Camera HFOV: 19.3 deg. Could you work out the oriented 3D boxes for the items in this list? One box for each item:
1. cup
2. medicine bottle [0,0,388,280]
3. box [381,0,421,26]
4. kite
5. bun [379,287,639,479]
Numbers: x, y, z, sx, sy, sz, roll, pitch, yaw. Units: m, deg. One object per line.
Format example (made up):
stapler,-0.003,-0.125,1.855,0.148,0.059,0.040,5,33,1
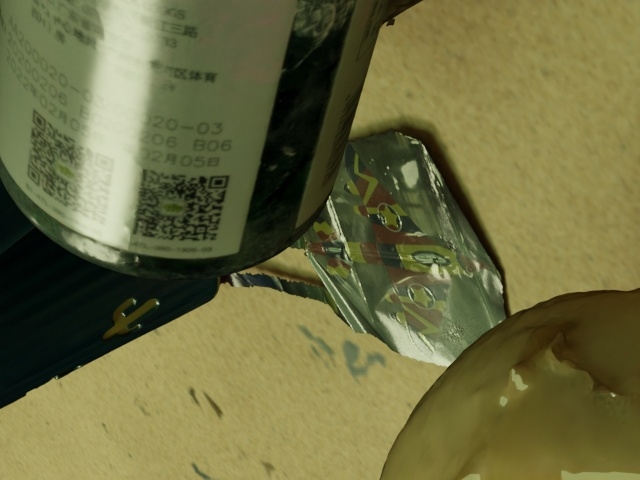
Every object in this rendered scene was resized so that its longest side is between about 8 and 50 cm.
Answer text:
cup,-0.149,0.005,0.980,0.131,0.155,0.176,51,159,16
medicine bottle,-0.037,-0.124,0.648,0.141,0.141,0.293,41,145,20
box,0.040,-0.129,0.716,0.062,0.045,0.098,55,151,1
kite,-0.001,0.001,0.934,0.245,0.015,0.141,10,127,50
bun,0.165,0.126,0.686,0.299,0.165,0.299,19,134,20
